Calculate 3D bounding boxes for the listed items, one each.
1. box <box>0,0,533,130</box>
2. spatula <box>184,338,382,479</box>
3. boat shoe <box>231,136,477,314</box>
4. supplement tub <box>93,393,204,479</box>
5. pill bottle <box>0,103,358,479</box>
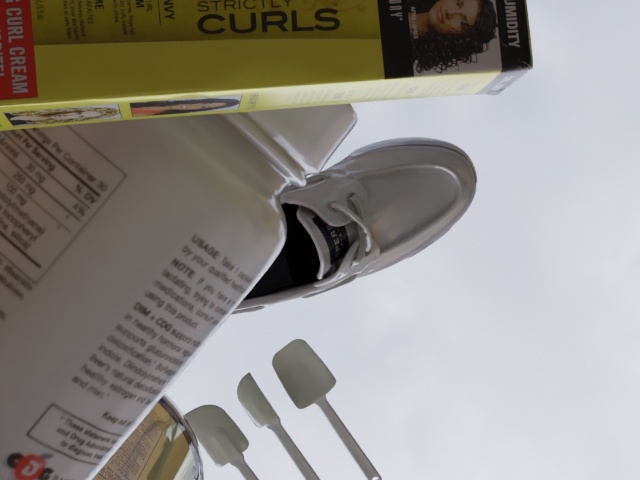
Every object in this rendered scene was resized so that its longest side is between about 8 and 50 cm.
[{"bbox_3d":[-0.035,-0.097,0.534,0.232,0.058,0.087,-4,-94,-6],"label":"box"},{"bbox_3d":[-0.030,0.241,1.500,0.168,0.019,0.242,-36,-63,-7],"label":"spatula"},{"bbox_3d":[0.000,0.000,0.914,0.258,0.084,0.095,-24,-77,-7],"label":"boat shoe"},{"bbox_3d":[-0.231,0.249,1.049,0.235,0.235,0.325,30,-165,-3],"label":"supplement tub"},{"bbox_3d":[-0.120,0.002,0.682,0.160,0.160,0.283,40,-91,5],"label":"pill bottle"}]
